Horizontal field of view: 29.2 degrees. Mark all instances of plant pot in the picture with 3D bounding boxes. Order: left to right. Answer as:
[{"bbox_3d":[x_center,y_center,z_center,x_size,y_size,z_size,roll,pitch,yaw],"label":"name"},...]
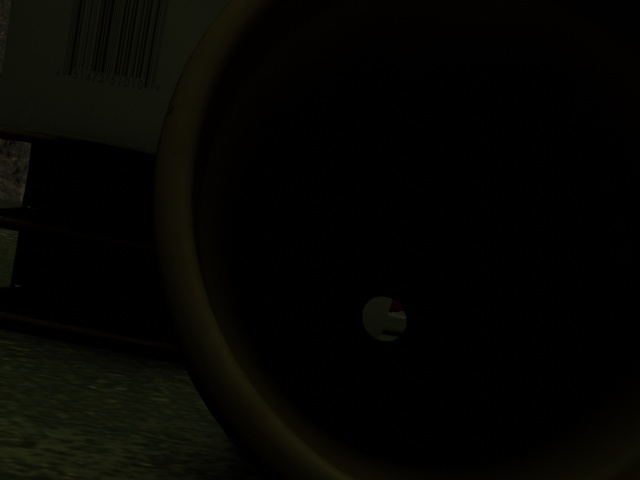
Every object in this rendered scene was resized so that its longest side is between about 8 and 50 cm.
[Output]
[{"bbox_3d":[0.050,0.012,0.570,0.263,0.263,0.229,9,-15,-7],"label":"plant pot"}]

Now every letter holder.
[{"bbox_3d":[-0.129,0.004,0.972,0.301,0.152,0.214,10,4,7],"label":"letter holder"}]

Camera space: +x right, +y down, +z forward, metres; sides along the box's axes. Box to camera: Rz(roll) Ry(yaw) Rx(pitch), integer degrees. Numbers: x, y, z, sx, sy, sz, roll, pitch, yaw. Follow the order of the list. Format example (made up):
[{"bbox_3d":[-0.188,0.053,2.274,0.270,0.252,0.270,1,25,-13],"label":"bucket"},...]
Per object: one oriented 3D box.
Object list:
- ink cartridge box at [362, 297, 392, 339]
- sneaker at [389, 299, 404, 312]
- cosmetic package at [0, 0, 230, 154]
[{"bbox_3d":[-0.082,-0.005,1.235,0.283,0.117,0.207,24,10,36],"label":"ink cartridge box"},{"bbox_3d":[0.077,0.068,1.354,0.221,0.128,0.087,41,-11,3],"label":"sneaker"},{"bbox_3d":[-0.051,-0.138,1.008,0.217,0.156,0.385,13,5,29],"label":"cosmetic package"}]
